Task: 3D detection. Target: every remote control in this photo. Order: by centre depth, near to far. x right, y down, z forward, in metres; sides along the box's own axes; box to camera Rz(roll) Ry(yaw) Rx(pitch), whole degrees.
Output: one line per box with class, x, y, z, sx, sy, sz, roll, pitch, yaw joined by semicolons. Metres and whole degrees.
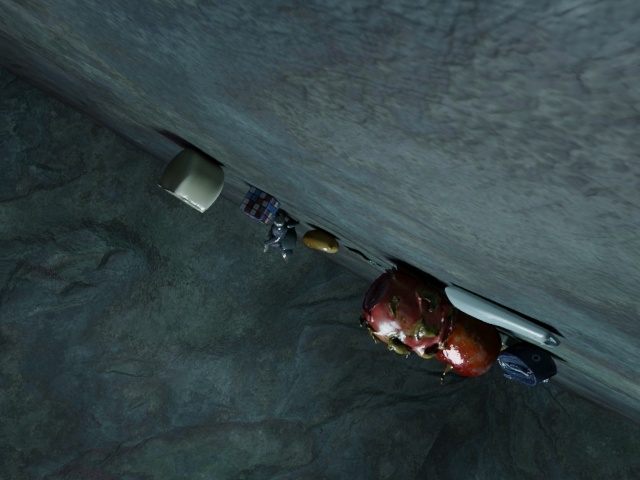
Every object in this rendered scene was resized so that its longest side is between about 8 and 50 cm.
remote control;0.448;0.192;1.235;0.103;0.051;0.293;34;173;-42

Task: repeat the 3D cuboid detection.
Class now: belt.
belt;0.717;0.416;1.680;0.218;0.128;0.122;167;80;-81

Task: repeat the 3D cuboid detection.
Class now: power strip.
power strip;0.716;0.404;1.893;0.216;0.061;0.145;33;174;-29

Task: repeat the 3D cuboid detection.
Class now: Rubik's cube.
Rubik's cube;-0.208;-0.119;1.681;0.092;0.092;0.092;28;175;17

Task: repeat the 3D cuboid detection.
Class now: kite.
kite;0.185;0.076;1.905;0.250;0.012;0.229;27;178;29

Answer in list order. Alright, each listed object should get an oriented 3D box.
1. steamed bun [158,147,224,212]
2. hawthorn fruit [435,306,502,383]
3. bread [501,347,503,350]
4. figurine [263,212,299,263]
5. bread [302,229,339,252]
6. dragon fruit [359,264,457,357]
steamed bun;-0.413;-0.202;1.574;0.146;0.164;0.242;34;175;-33
hawthorn fruit;0.486;0.376;1.691;0.242;0.271;0.242;25;-175;-2
bread;0.817;0.504;2.345;0.239;0.074;0.092;28;-179;27
figurine;-0.154;-0.048;1.996;0.140;0.193;0.265;7;151;-14
bread;0.000;0.000;1.829;0.114;0.077;0.189;9;-173;-31
dragon fruit;0.279;0.230;1.493;0.291;0.269;0.250;34;-175;-13
